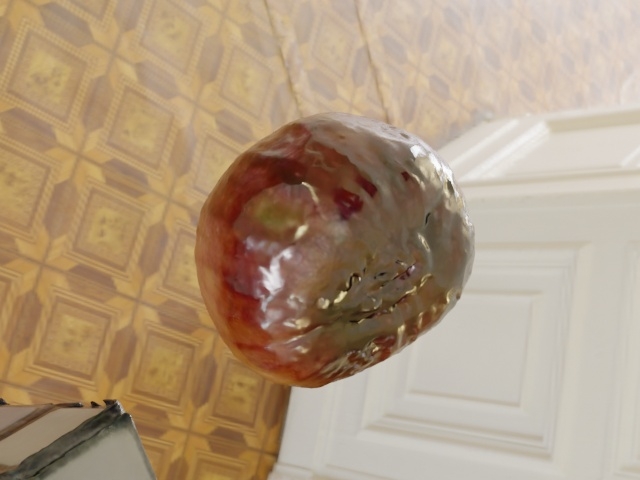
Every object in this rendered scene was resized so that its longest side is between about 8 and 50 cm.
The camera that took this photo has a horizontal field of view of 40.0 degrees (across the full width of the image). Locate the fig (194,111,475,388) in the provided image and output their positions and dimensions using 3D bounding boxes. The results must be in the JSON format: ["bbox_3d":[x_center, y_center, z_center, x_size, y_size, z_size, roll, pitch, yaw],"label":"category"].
[{"bbox_3d":[0.006,0.006,0.713,0.224,0.263,0.224,1,83,-4],"label":"fig"}]

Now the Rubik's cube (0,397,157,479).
[{"bbox_3d":[-0.314,0.361,0.717,0.359,0.362,0.363,-29,102,-47],"label":"Rubik's cube"}]
